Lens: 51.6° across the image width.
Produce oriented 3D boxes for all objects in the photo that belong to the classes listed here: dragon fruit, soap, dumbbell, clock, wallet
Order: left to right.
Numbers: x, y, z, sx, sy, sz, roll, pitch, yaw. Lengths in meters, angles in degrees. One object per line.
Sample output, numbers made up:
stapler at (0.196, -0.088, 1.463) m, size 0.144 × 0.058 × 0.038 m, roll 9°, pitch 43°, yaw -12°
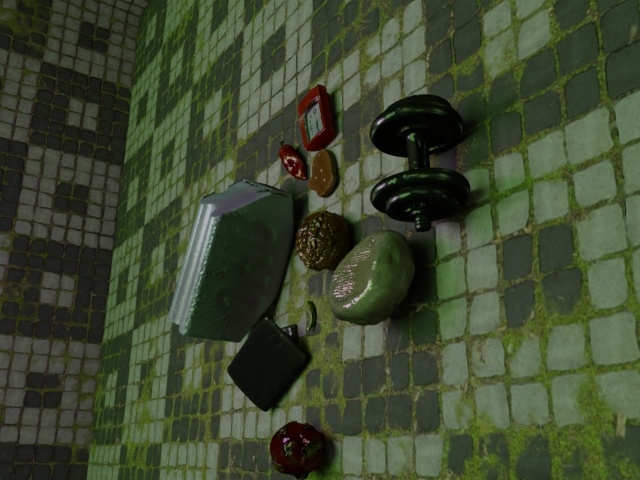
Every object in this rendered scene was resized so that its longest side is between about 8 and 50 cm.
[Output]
soap at (-0.237, 0.052, 1.861) m, size 0.156 × 0.261 × 0.446 m, roll 26°, pitch 101°, yaw 59°
wallet at (-0.140, 0.326, 1.749) m, size 0.168 × 0.052 × 0.245 m, roll 44°, pitch 123°, yaw 13°
dragon fruit at (-0.065, 0.491, 1.587) m, size 0.246 × 0.125 × 0.125 m, roll 176°, pitch 90°, yaw -75°
clock at (-0.006, -0.331, 1.818) m, size 0.113 × 0.061 × 0.155 m, roll -37°, pitch 53°, yaw 47°
dumbbell at (0.191, -0.154, 1.300) m, size 0.192 × 0.192 × 0.289 m, roll -29°, pitch 56°, yaw 52°

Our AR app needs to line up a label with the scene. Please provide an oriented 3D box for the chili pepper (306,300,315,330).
chili pepper at (-0.025, 0.191, 1.701) m, size 0.030 × 0.017 × 0.083 m, roll -43°, pitch 42°, yaw 45°

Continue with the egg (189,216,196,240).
egg at (-0.320, -0.003, 2.089) m, size 0.188 × 0.189 × 0.253 m, roll 51°, pitch 130°, yaw 53°

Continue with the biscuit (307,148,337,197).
biscuit at (0.005, -0.176, 1.777) m, size 0.118 × 0.023 × 0.140 m, roll -41°, pitch 47°, yaw 46°

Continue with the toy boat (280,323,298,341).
toy boat at (-0.158, 0.312, 1.839) m, size 0.293 × 0.055 × 0.093 m, roll -45°, pitch 46°, yaw 42°

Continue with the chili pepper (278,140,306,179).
chili pepper at (-0.085, -0.233, 1.918) m, size 0.059 × 0.050 × 0.191 m, roll -47°, pitch 48°, yaw 16°

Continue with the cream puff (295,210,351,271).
cream puff at (0.000, 0.000, 1.632) m, size 0.165 × 0.115 × 0.150 m, roll 29°, pitch 100°, yaw 59°

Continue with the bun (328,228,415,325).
bun at (0.117, 0.090, 1.387) m, size 0.231 × 0.133 × 0.231 m, roll -48°, pitch 19°, yaw 23°
